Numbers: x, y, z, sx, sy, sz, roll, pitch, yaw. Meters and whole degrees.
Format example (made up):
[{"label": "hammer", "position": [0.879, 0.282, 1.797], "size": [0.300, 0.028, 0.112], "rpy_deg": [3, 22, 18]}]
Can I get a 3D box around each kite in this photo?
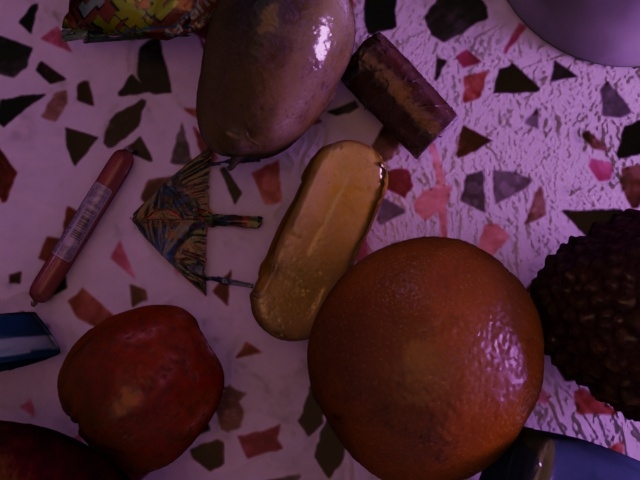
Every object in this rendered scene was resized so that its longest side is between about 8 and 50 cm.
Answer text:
[{"label": "kite", "position": [-0.147, -0.024, 1.266], "size": [0.160, 0.010, 0.182], "rpy_deg": [1, 81, 5]}]

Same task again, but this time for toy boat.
[{"label": "toy boat", "position": [-0.448, 0.131, 1.216], "size": [0.299, 0.096, 0.061], "rpy_deg": [-9, 75, -2]}]

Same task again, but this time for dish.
[{"label": "dish", "position": [0.365, -0.374, 1.235], "size": [0.324, 0.124, 0.324], "rpy_deg": [0, 84, 1]}]

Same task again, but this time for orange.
[{"label": "orange", "position": [0.114, 0.123, 1.128], "size": [0.264, 0.264, 0.264], "rpy_deg": [0, 84, 1]}]

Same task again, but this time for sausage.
[{"label": "sausage", "position": [-0.281, -0.018, 1.258], "size": [0.029, 0.029, 0.223], "rpy_deg": [31, 85, 4]}]

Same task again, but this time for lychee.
[{"label": "lychee", "position": [0.355, 0.079, 1.139], "size": [0.272, 0.271, 0.271], "rpy_deg": [0, 84, 1]}]

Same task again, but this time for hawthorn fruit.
[{"label": "hawthorn fruit", "position": [-0.196, 0.157, 1.171], "size": [0.189, 0.189, 0.189], "rpy_deg": [0, 84, 1]}]

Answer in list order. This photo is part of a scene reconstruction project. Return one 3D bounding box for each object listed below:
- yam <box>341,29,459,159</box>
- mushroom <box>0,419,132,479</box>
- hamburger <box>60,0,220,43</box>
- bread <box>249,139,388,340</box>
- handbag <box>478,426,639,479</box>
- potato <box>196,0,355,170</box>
[{"label": "yam", "position": [0.091, -0.169, 1.246], "size": [0.079, 0.079, 0.141], "rpy_deg": [-43, 86, -3]}, {"label": "mushroom", "position": [-0.293, 0.356, 1.057], "size": [0.334, 0.331, 0.356], "rpy_deg": [-38, 49, 27]}, {"label": "hamburger", "position": [-0.201, -0.364, 1.249], "size": [0.261, 0.150, 0.275], "rpy_deg": [-14, 103, 16]}, {"label": "bread", "position": [0.000, 0.000, 1.222], "size": [0.102, 0.094, 0.245], "rpy_deg": [23, 86, -6]}, {"label": "handbag", "position": [0.274, 0.347, 1.114], "size": [0.241, 0.222, 0.263], "rpy_deg": [20, 83, -2]}, {"label": "potato", "position": [-0.058, -0.195, 1.199], "size": [0.174, 0.159, 0.251], "rpy_deg": [15, 101, -36]}]
